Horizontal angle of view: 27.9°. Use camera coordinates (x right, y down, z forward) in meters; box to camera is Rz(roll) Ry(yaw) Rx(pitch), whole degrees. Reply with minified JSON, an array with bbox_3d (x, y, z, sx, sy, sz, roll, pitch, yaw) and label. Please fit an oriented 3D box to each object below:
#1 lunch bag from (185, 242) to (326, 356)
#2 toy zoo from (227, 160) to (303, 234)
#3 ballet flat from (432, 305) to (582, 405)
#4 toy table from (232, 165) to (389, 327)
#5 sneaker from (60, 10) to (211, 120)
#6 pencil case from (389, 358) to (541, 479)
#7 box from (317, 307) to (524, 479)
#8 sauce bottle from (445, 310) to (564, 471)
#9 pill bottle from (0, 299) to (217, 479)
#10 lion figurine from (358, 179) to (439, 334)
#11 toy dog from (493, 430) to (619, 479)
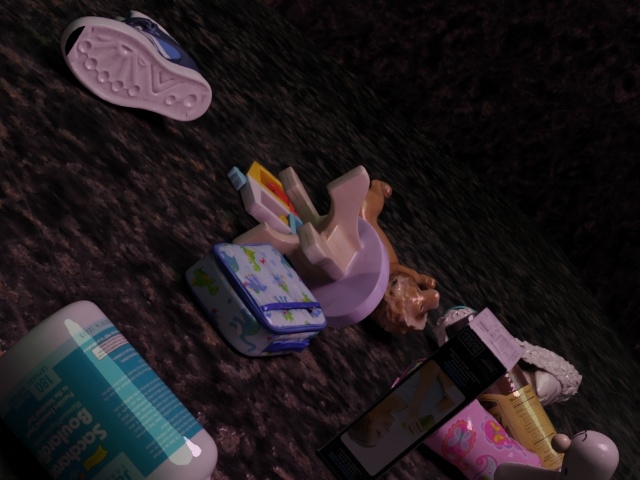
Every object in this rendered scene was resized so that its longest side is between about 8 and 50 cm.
[{"bbox_3d":[-0.090,0.090,1.932,0.176,0.090,0.219,55,19,18],"label":"lunch bag"},{"bbox_3d":[-0.059,-0.041,2.411,0.293,0.030,0.192,41,17,-19],"label":"toy zoo"},{"bbox_3d":[0.385,0.273,2.634,0.409,0.147,0.147,29,23,-31],"label":"ballet flat"},{"bbox_3d":[0.000,0.000,2.134,0.161,0.252,0.274,55,-3,-34],"label":"toy table"},{"bbox_3d":[-0.352,-0.334,2.237,0.322,0.130,0.236,23,19,-45],"label":"sneaker"},{"bbox_3d":[0.239,0.325,2.156,0.284,0.124,0.124,43,17,-17],"label":"pencil case"},{"bbox_3d":[0.146,0.228,1.835,0.087,0.290,0.169,50,15,7],"label":"box"},{"bbox_3d":[0.332,0.293,2.294,0.344,0.111,0.111,62,19,11],"label":"sauce bottle"},{"bbox_3d":[-0.204,0.199,1.287,0.264,0.146,0.146,48,16,5],"label":"pill bottle"},{"bbox_3d":[0.104,0.017,2.458,0.392,0.142,0.240,58,17,22],"label":"lion figurine"},{"bbox_3d":[0.262,0.394,1.787,0.161,0.334,0.220,29,-8,-2],"label":"toy dog"}]
